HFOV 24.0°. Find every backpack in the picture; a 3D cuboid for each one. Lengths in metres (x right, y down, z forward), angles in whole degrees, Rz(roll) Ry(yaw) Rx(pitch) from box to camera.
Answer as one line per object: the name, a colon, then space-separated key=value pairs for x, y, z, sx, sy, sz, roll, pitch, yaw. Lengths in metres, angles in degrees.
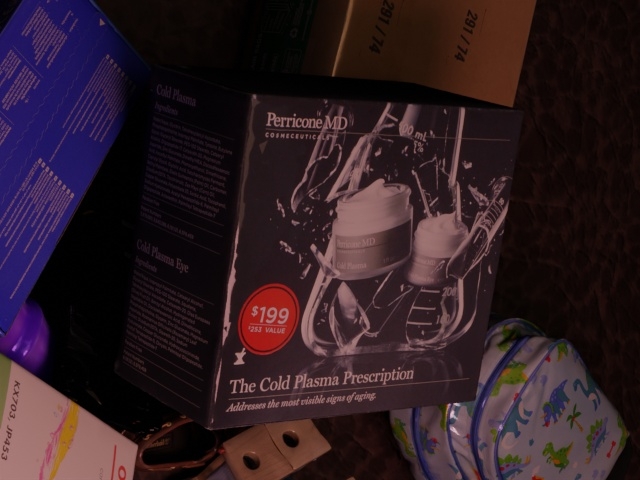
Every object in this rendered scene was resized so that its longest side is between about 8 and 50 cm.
backpack: x=0.240 y=0.240 z=1.917 sx=0.290 sy=0.273 sz=0.355 roll=-46 pitch=112 yaw=-19

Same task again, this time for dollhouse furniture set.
dollhouse furniture set: x=-0.045 y=0.301 z=1.650 sx=0.129 sy=0.129 sz=0.184 roll=-23 pitch=73 yaw=-44

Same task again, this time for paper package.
paper package: x=0.078 y=-0.230 z=1.729 sx=0.309 sy=0.168 sz=0.325 roll=14 pitch=88 yaw=-41

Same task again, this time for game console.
game console: x=-0.147 y=0.119 z=1.614 sx=0.361 sy=0.044 sz=0.213 roll=31 pitch=51 yaw=-47

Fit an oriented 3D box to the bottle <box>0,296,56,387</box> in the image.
bottle: x=-0.351 y=0.061 z=1.442 sx=0.283 sy=0.092 sz=0.118 roll=40 pitch=64 yaw=-39

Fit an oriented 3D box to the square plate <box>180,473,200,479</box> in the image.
square plate: x=-0.184 y=0.449 z=1.683 sx=0.347 sy=0.049 sz=0.344 roll=-12 pitch=105 yaw=-40

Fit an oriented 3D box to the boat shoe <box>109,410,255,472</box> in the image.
boat shoe: x=-0.138 y=0.218 z=1.671 sx=0.207 sy=0.073 sz=0.073 roll=-12 pitch=102 yaw=-41

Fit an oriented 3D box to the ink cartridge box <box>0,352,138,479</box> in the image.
ink cartridge box: x=-0.286 y=0.250 z=1.414 sx=0.353 sy=0.119 sz=0.207 roll=46 pitch=42 yaw=-50

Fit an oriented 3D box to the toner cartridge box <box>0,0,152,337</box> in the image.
toner cartridge box: x=-0.294 y=-0.090 z=1.410 sx=0.165 sy=0.075 sz=0.348 roll=51 pitch=46 yaw=-33

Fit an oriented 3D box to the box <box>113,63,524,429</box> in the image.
box: x=0.000 y=0.000 z=1.489 sx=0.343 sy=0.179 sz=0.313 roll=-2 pitch=104 yaw=-38
